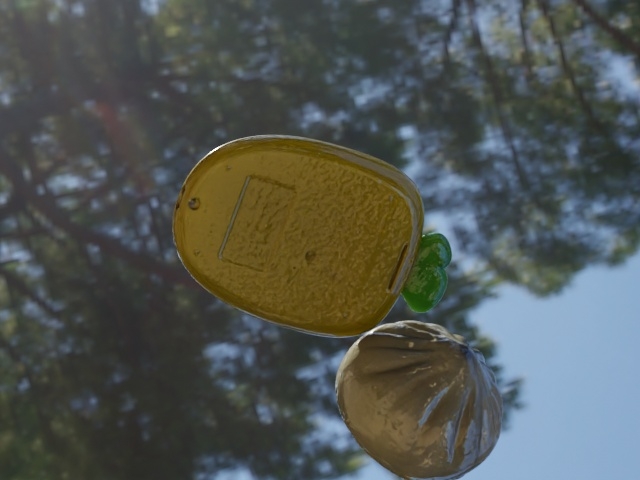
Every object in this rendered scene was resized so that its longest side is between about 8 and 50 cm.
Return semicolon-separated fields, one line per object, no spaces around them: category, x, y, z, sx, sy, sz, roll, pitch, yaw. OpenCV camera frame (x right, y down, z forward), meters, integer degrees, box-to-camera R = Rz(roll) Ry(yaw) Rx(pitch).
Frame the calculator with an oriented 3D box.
calculator;0.000;0.000;1.185;0.146;0.235;0.032;-70;-157;10

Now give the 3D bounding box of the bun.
bun;0.087;0.112;1.207;0.138;0.138;0.094;55;-47;24
